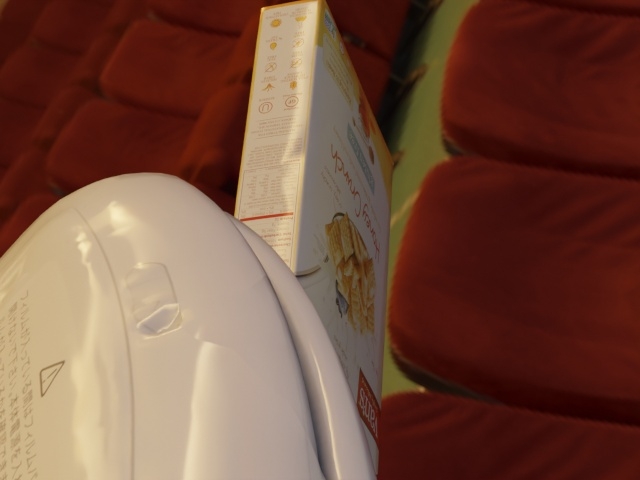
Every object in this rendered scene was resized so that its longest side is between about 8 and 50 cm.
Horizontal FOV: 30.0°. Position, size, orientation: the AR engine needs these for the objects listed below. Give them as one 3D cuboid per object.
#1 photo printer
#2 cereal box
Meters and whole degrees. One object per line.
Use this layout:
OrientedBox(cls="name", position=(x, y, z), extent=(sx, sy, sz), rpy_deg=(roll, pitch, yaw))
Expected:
OrientedBox(cls="photo printer", position=(-0.110, 0.132, 0.412), extent=(0.307, 0.107, 0.256), rpy_deg=(-45, 33, 14))
OrientedBox(cls="cereal box", position=(0.000, 0.000, 0.720), extent=(0.173, 0.047, 0.240), rpy_deg=(61, -153, -52))
